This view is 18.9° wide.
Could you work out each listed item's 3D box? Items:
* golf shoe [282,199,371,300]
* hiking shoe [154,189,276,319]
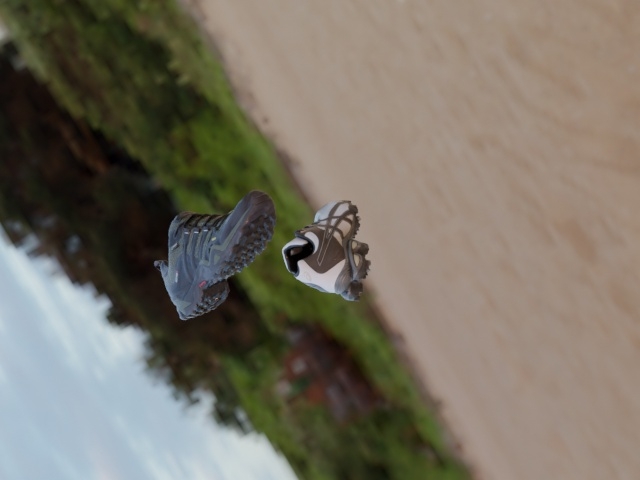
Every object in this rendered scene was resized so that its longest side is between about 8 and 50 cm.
[{"bbox_3d":[0.000,0.000,2.261,0.198,0.094,0.077,-109,29,-67],"label":"golf shoe"},{"bbox_3d":[-0.143,-0.001,2.413,0.086,0.227,0.114,-20,-115,-49],"label":"hiking shoe"}]
